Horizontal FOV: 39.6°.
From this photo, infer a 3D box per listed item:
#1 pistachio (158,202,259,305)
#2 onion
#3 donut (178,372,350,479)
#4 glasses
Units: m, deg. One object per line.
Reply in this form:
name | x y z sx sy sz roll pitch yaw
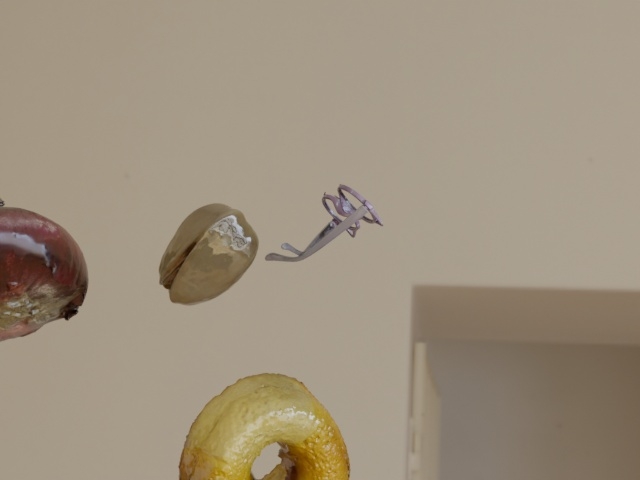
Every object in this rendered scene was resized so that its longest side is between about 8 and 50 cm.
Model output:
pistachio | -0.144 0.019 1.125 0.113 0.149 0.113 39 9 -7
onion | -0.464 0.030 1.214 0.272 0.195 0.272 -15 -30 -9
donut | -0.046 0.227 0.868 0.174 0.190 0.075 -18 26 -25
glasses | 0.000 0.000 0.943 0.062 0.104 0.140 46 -15 -6
